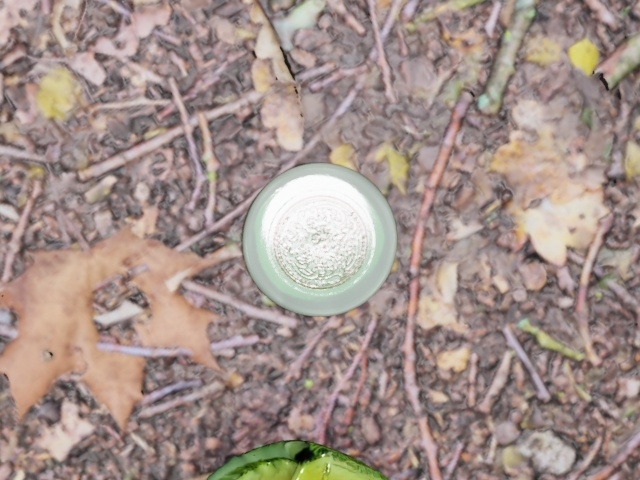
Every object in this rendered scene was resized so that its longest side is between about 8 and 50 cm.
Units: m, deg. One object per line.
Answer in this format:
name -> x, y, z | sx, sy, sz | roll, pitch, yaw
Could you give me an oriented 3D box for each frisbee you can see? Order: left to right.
frisbee -> 0.000, 0.000, 0.921 | 0.110, 0.014, 0.110 | -1, 98, -6

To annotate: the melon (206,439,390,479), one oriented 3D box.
melon -> -0.019, 0.262, 0.908 | 0.169, 0.129, 0.265 | 21, 92, -31
